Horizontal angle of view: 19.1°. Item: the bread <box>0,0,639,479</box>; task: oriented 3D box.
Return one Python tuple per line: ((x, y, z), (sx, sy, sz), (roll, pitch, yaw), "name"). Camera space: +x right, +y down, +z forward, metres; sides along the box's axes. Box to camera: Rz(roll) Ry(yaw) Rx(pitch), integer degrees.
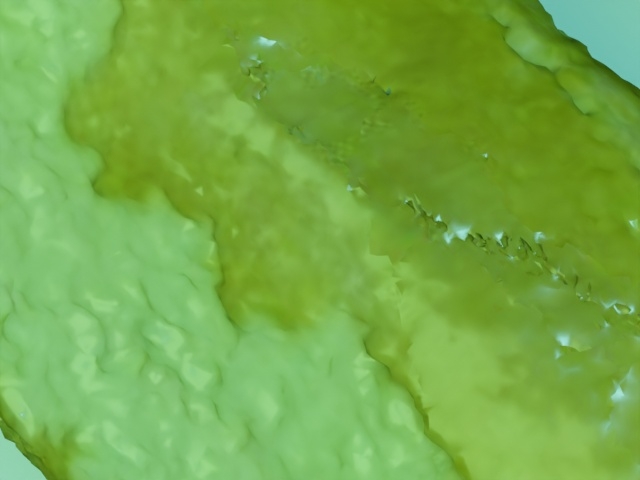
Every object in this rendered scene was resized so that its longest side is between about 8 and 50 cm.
((0.000, 0.000, 0.628), (0.375, 0.165, 0.236), (46, 118, 13), "bread")
